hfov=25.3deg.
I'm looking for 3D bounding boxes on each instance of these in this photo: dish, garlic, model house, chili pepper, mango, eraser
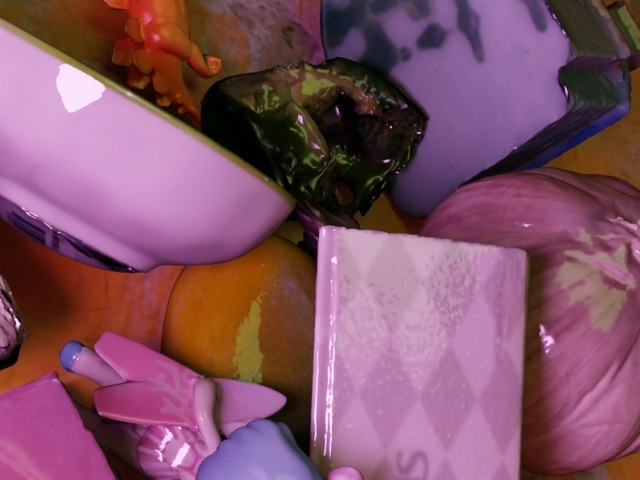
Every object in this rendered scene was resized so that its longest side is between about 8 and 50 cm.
[{"bbox_3d":[-0.187,-0.057,1.085,0.324,0.324,0.124,31,87,-21],"label":"dish"},{"bbox_3d":[0.225,0.068,1.333,0.317,0.259,0.317,27,43,-29],"label":"garlic"},{"bbox_3d":[0.196,-0.217,1.534,0.329,0.252,0.295,-16,73,-53],"label":"model house"},{"bbox_3d":[-0.013,-0.090,1.343,0.264,0.116,0.148,-21,72,-48],"label":"chili pepper"},{"bbox_3d":[-0.059,0.108,1.168,0.156,0.114,0.251,25,59,-25],"label":"mango"},{"bbox_3d":[0.076,0.196,1.120,0.213,0.082,0.396,6,82,-20],"label":"eraser"}]

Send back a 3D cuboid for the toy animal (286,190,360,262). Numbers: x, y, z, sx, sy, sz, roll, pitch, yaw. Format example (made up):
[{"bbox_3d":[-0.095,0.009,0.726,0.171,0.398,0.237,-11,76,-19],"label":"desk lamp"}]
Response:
[{"bbox_3d":[0.010,0.005,1.241,0.070,0.105,0.202,-62,154,-11],"label":"toy animal"}]

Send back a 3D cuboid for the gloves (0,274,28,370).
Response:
[{"bbox_3d":[-0.337,-0.029,0.957,0.135,0.210,0.312,-44,119,-72],"label":"gloves"}]

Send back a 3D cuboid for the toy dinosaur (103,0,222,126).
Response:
[{"bbox_3d":[-0.149,-0.193,1.318,0.117,0.070,0.288,3,74,-52],"label":"toy dinosaur"}]

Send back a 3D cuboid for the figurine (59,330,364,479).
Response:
[{"bbox_3d":[-0.113,0.171,1.027,0.260,0.103,0.205,29,76,24],"label":"figurine"}]

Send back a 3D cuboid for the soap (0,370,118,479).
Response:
[{"bbox_3d":[-0.194,0.290,0.912,0.233,0.128,0.359,-23,80,-47],"label":"soap"}]
